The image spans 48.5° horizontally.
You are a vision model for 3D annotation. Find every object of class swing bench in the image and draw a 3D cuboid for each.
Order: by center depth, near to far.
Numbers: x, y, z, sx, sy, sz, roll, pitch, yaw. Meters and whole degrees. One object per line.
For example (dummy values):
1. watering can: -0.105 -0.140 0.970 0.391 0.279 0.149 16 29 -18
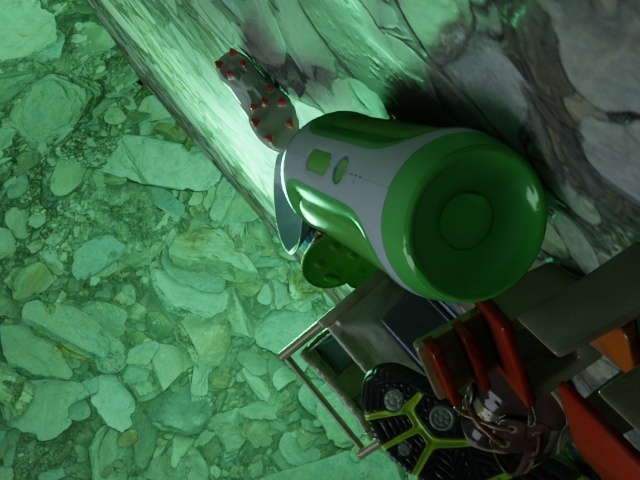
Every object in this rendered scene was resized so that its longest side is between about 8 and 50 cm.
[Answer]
1. swing bench: 0.099 0.220 1.280 0.253 0.165 0.254 49 141 4

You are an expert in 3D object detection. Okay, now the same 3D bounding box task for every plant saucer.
1. plant saucer: -0.045 -0.073 1.277 0.195 0.037 0.194 174 90 -72

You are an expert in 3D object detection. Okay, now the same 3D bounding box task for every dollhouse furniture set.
1. dollhouse furniture set: 0.188 0.134 0.495 0.262 0.135 0.259 64 174 -32

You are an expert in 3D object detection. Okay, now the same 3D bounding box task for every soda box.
1. soda box: 0.000 0.000 1.525 0.067 0.071 0.210 48 174 8

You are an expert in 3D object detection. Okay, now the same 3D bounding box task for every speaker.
1. speaker: 0.058 -0.042 0.598 0.131 0.131 0.296 52 173 -22

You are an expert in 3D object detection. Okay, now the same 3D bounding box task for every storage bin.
1. storage bin: 0.163 0.141 1.116 0.135 0.091 0.098 49 174 19

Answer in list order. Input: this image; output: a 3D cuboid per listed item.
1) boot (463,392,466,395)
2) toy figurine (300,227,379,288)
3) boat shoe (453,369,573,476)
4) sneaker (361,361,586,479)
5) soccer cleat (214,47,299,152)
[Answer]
1. boot: 0.207 0.231 1.399 0.178 0.085 0.236 54 172 -11
2. toy figurine: 0.021 0.000 1.356 0.173 0.130 0.159 25 -156 -34
3. boat shoe: 0.237 0.219 0.895 0.123 0.123 0.342 45 173 36
4. sneaker: 0.233 0.322 1.120 0.385 0.145 0.147 32 -172 10
5. soccer cleat: -0.082 -0.193 1.003 0.196 0.068 0.076 55 -178 25
